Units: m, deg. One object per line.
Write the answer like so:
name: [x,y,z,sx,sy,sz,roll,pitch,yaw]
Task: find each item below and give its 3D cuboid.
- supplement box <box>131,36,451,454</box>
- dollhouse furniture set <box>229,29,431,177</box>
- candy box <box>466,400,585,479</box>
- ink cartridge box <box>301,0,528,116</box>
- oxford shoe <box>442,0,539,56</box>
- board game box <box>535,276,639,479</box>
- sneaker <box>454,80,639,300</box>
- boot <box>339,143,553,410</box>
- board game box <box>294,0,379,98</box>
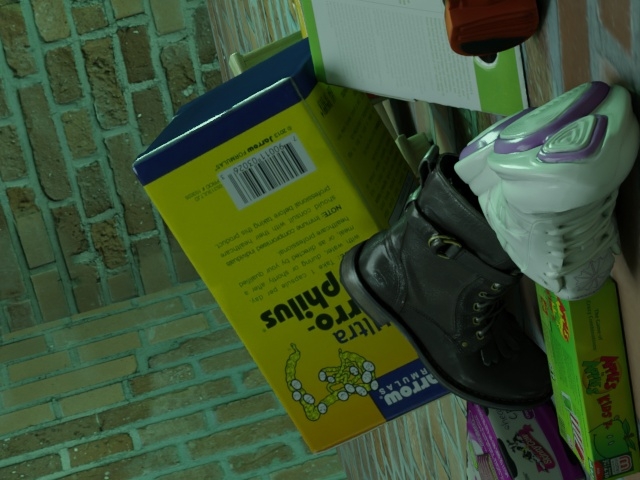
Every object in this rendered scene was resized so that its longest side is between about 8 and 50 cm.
supplement box: [0.000,0.000,1.811,0.356,0.195,0.194,58,-160,-12]
dollhouse furniture set: [-0.018,-0.178,2.078,0.355,0.174,0.303,132,114,-82]
candy box: [0.207,0.249,1.834,0.233,0.071,0.159,82,169,-52]
ink cartridge box: [0.101,-0.224,1.607,0.255,0.097,0.188,16,128,41]
oxford shoe: [0.124,-0.235,1.351,0.271,0.097,0.098,96,163,-72]
board game box: [0.223,0.102,1.494,0.092,0.043,0.181,-121,17,-64]
sneaker: [0.190,-0.031,1.318,0.152,0.114,0.305,61,178,-2]
boot: [0.153,0.041,1.597,0.229,0.263,0.091,-41,18,54]
board game box: [0.032,-0.271,1.855,0.039,0.124,0.259,-128,23,-70]
